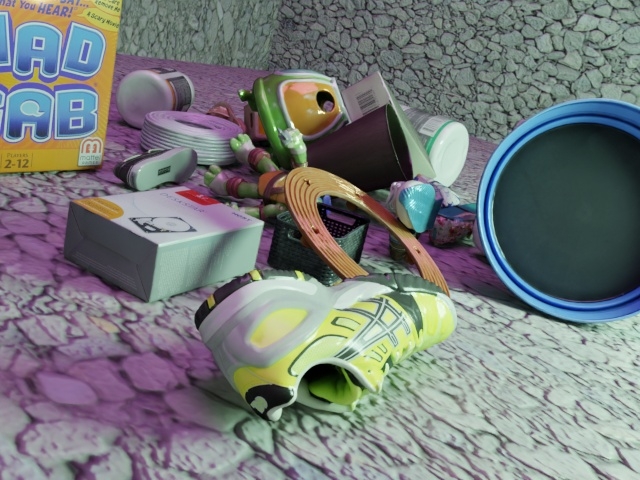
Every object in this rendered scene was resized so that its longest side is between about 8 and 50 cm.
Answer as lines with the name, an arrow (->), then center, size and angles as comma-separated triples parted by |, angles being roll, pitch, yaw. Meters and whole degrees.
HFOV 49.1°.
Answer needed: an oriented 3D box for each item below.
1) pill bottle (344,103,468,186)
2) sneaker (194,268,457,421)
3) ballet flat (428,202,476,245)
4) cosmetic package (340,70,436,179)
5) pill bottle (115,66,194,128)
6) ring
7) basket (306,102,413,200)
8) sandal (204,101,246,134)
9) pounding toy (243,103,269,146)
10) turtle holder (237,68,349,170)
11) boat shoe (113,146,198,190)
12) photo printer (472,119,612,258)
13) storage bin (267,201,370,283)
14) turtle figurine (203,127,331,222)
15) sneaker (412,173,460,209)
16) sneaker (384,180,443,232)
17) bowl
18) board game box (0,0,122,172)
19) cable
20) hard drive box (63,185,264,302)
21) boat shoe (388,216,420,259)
pill bottle -> 0.238, -0.298, 2.089 | 0.361, 0.204, 0.204 | 26, 21, 33
sneaker -> 0.032, 0.129, 0.827 | 0.384, 0.145, 0.147 | 1, 53, -42
ballet flat -> 0.311, -0.038, 1.556 | 0.240, 0.077, 0.091 | -9, 28, -44
cosmetic package -> 0.178, -0.267, 1.783 | 0.309, 0.113, 0.160 | 44, 24, -54
pill bottle -> -0.461, -0.412, 2.002 | 0.162, 0.162, 0.278 | 14, 17, 3
ring -> 0.073, 0.010, 1.109 | 0.336, 0.032, 0.337 | 33, 25, -17
basket -> 0.074, -0.182, 1.571 | 0.226, 0.205, 0.154 | -17, -36, 20
sandal -> -0.304, -0.360, 2.077 | 0.079, 0.088, 0.240 | 7, 23, -37
pounding toy -> -0.143, -0.330, 2.054 | 0.130, 0.141, 0.100 | 1, -7, -33
turtle holder -> -0.047, -0.292, 1.736 | 0.227, 0.244, 0.320 | -20, -24, 5
boat shoe -> -0.338, -0.159, 1.460 | 0.070, 0.078, 0.219 | 21, 21, 20
photo printer -> 0.449, -0.077, 1.405 | 0.107, 0.308, 0.256 | 21, 3, -35
storage bin -> 0.000, 0.000, 1.213 | 0.122, 0.085, 0.180 | 19, 19, 16
turtle figurine -> -0.127, -0.135, 1.351 | 0.274, 0.198, 0.266 | 1, 17, -43
sneaker -> 0.263, -0.085, 1.620 | 0.130, 0.112, 0.296 | 21, 22, 8
sneaker -> 0.161, -0.067, 1.291 | 0.092, 0.088, 0.228 | 22, 2, 17
bowl -> 0.473, -0.051, 1.246 | 0.390, 0.392, 0.077 | 16, 1, 8
board game box -> -0.654, -0.351, 1.355 | 0.356, 0.357, 0.356 | 25, 22, 33
cable -> -0.317, -0.256, 1.748 | 0.256, 0.089, 0.257 | 12, 18, -6
hard drive box -> -0.229, -0.003, 1.050 | 0.181, 0.089, 0.232 | 23, 20, 26
boat shoe -> 0.167, -0.015, 1.401 | 0.066, 0.066, 0.183 | 22, 25, 15
